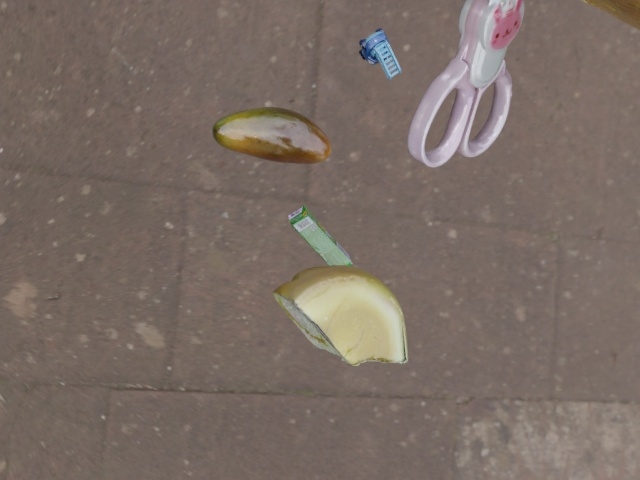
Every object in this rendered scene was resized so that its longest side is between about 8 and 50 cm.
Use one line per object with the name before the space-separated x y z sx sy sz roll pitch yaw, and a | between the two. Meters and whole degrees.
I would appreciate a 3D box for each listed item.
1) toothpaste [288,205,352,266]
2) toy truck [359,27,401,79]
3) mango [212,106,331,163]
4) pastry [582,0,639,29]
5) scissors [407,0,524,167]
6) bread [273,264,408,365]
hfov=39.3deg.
toothpaste | 0.000 0.000 1.847 0.043 0.037 0.178 -35 129 11
toy truck | 0.120 -0.358 1.736 0.056 0.073 0.090 -33 74 -5
mango | -0.102 -0.231 1.950 0.267 0.133 0.111 8 76 -15
pastry | 0.243 -0.218 0.679 0.166 0.166 0.088 34 97 -18
scissors | 0.133 -0.172 0.706 0.118 0.030 0.242 -19 133 -42
bread | 0.050 0.128 1.597 0.156 0.158 0.261 -46 112 -12
